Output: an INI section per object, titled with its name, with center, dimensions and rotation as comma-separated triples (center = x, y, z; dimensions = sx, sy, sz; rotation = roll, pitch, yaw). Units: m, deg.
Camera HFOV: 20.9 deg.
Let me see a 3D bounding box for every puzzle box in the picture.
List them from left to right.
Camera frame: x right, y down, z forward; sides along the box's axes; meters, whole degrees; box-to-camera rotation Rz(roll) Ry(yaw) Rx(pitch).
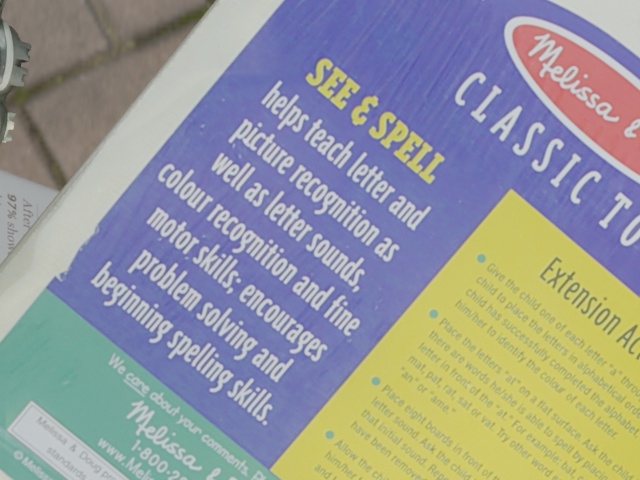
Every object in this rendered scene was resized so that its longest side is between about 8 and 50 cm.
[puzzle box]
center = 0.135, 0.061, 0.439
dimensions = 0.409, 0.052, 0.272
rotation = 40, 95, -5

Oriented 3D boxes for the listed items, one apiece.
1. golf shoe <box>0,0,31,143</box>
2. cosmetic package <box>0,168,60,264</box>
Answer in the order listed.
[golf shoe]
center = -0.241, -0.191, 1.141
dimensions = 0.120, 0.105, 0.273
rotation = 12, 89, -21
[cosmetic package]
center = -0.325, 0.157, 1.551
dimensions = 0.393, 0.329, 0.327
rotation = 23, 139, -36
